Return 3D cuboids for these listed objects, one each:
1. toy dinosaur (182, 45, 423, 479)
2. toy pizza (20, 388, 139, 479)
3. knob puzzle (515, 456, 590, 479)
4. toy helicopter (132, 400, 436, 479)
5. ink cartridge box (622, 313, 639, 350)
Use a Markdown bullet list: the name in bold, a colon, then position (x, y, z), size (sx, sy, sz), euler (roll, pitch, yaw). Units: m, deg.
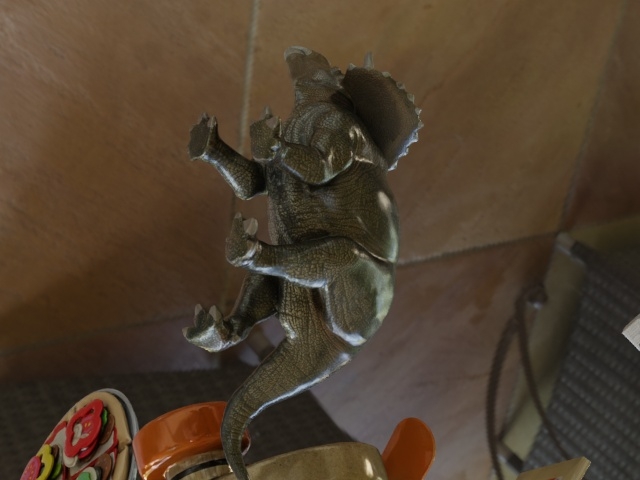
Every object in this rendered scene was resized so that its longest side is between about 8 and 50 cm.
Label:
- **toy dinosaur**: position (0.000, 0.000, 0.675), size (0.160, 0.121, 0.314), euler (9, 74, -38)
- **toy pizza**: position (-0.239, 0.231, 1.000), size (0.032, 0.201, 0.201), euler (31, 99, -33)
- **knob puzzle**: position (0.201, 0.319, 1.104), size (0.213, 0.030, 0.213), euler (-52, 179, -1)
- **toy helicopter**: position (-0.043, 0.247, 0.866), size (0.234, 0.140, 0.355), euler (-8, 150, -26)
- **ink cartridge box**: position (0.343, 0.103, 1.043), size (0.048, 0.083, 0.028), euler (-47, 170, 18)
